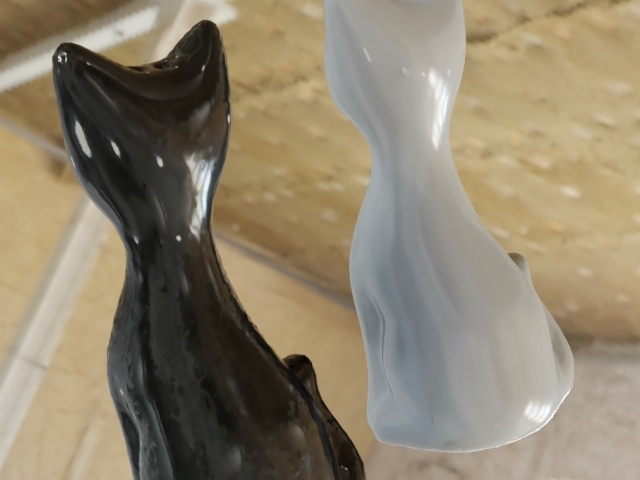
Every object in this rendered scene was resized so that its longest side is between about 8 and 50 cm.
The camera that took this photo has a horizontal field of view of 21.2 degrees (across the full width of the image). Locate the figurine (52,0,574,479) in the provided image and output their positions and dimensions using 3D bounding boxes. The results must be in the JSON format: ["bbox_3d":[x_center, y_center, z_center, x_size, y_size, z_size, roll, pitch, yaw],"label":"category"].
[{"bbox_3d":[0.000,0.000,0.690,0.215,0.209,0.092,-23,17,-38],"label":"figurine"}]
